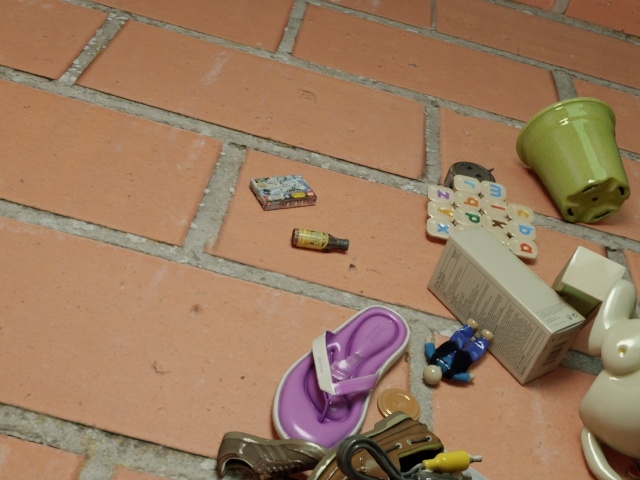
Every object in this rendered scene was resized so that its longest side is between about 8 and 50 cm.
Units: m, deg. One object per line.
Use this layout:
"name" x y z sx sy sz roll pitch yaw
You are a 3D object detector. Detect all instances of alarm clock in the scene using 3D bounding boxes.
"alarm clock" 0.380 -0.152 2.157 0.192 0.064 0.129 -16 48 -31

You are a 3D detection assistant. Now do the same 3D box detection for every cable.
"cable" 0.129 0.378 1.280 0.287 0.140 0.072 19 2 -25

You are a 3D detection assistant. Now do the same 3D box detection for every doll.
"doll" 0.263 0.228 1.645 0.129 0.046 0.189 36 47 22

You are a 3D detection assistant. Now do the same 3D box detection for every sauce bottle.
"sauce bottle" 0.000 0.000 1.833 0.128 0.042 0.042 7 38 -11

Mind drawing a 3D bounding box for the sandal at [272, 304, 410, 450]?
"sandal" 0.043 0.226 1.515 0.169 0.102 0.416 27 39 13

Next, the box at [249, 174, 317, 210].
"box" -0.089 -0.115 1.955 0.137 0.027 0.094 -7 42 -28

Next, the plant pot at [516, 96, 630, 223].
"plant pot" 0.693 -0.194 2.195 0.276 0.276 0.254 3 51 -18

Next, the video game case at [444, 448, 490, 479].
"video game case" 0.238 0.458 1.368 0.201 0.023 0.183 33 40 18

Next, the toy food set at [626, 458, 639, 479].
"toy food set" 0.614 0.455 1.516 0.077 0.019 0.122 -15 47 -35

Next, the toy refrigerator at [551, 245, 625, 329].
"toy refrigerator" 0.543 0.109 1.728 0.102 0.269 0.094 27 78 12

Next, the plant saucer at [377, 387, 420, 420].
"plant saucer" 0.147 0.307 1.528 0.083 0.013 0.083 10 37 -8

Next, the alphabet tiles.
"alphabet tiles" 0.392 -0.044 2.013 0.277 0.021 0.284 12 49 -5

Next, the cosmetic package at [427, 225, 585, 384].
"cosmetic package" 0.380 0.130 1.722 0.113 0.160 0.309 -13 48 -34

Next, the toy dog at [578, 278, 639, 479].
"toy dog" 0.684 0.278 1.449 0.407 0.285 0.395 11 50 48

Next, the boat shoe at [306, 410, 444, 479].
"boat shoe" 0.087 0.375 1.325 0.104 0.111 0.307 25 36 33

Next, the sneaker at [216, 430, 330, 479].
"sneaker" -0.075 0.361 1.328 0.188 0.066 0.071 4 50 13
